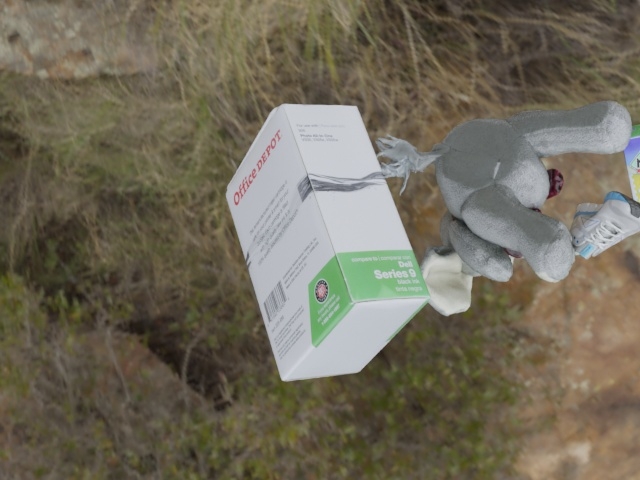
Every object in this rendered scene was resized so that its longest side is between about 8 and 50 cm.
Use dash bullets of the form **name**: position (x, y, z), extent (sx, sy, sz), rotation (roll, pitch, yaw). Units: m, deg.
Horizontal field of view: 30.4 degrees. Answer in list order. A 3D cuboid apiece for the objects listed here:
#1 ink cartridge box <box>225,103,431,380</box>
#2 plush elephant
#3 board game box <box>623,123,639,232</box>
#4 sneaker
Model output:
- **ink cartridge box**: position (0.000, 0.000, 1.489), extent (0.121, 0.289, 0.211), rotation (-3, 150, -30)
- **plush elephant**: position (0.249, -0.033, 1.631), extent (0.272, 0.329, 0.255), rotation (-68, 152, -26)
- **board game box**: position (0.638, -0.105, 1.809), extent (0.317, 0.046, 0.214), rotation (-12, 118, 15)
- **sneaker**: position (0.397, -0.012, 1.648), extent (0.071, 0.190, 0.083), rotation (35, 77, -3)
